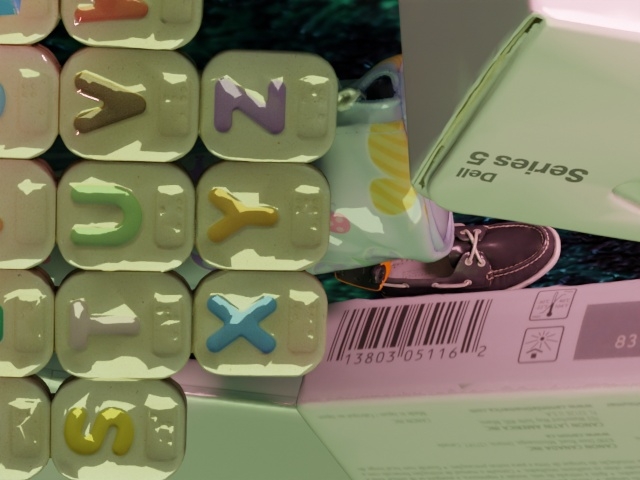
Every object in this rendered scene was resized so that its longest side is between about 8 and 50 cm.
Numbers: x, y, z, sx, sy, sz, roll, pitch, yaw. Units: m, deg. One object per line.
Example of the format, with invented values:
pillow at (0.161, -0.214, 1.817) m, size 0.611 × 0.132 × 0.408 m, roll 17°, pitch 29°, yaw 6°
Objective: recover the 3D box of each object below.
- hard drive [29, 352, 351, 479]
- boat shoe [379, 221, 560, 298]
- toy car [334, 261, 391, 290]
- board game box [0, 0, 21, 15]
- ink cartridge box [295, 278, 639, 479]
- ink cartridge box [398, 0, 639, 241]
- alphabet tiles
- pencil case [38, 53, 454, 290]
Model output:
hard drive at (-0.093, 0.147, 1.440) m, size 0.307 × 0.040 × 0.203 m, roll 8°, pitch 148°, yaw -16°
boat shoe at (0.085, 0.010, 1.212) m, size 0.125 × 0.046 × 0.038 m, roll -8°, pitch 155°, yaw 27°
toy car at (0.000, 0.000, 1.216) m, size 0.122 × 0.060 × 0.040 m, roll -4°, pitch -162°, yaw 36°
board game box at (-0.301, -0.201, 0.788) m, size 0.308 × 0.086 × 0.302 m, roll -5°, pitch 149°, yaw 5°
ink cartridge box at (0.206, 0.174, 1.264) m, size 0.308 × 0.091 × 0.385 m, roll -6°, pitch 139°, yaw 31°
ink cartridge box at (0.135, -0.142, 0.729) m, size 0.198 × 0.273 × 0.115 m, roll 8°, pitch 148°, yaw -17°
alphabet tiles at (-0.132, -0.014, 0.982) m, size 0.278 × 0.284 × 0.021 m, roll 2°, pitch -167°, yaw -4°
pencil case at (-0.061, -0.026, 1.070) m, size 0.273 × 0.113 × 0.124 m, roll -10°, pitch 160°, yaw 15°
